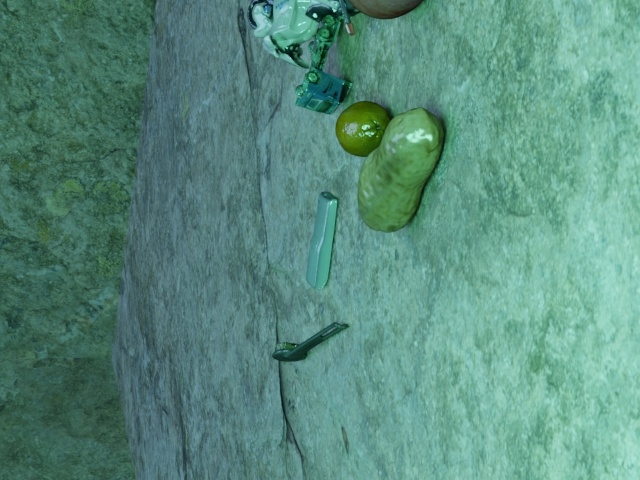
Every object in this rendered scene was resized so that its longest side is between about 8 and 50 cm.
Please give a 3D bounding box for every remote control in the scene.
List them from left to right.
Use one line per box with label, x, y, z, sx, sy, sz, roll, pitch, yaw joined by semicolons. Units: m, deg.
remote control;0.000;0.000;2.008;0.061;0.029;0.162;-140;54;-64

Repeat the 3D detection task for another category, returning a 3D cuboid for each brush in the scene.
brush;-0.014;0.170;2.017;0.266;0.062;0.027;143;132;-60

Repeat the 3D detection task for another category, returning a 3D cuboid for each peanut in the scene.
peanut;0.106;-0.095;1.610;0.214;0.100;0.099;116;149;-50

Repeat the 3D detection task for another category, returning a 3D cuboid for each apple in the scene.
apple;0.088;-0.385;1.633;0.153;0.120;0.153;-12;76;61

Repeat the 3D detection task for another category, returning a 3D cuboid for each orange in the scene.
orange;0.067;-0.165;1.746;0.095;0.085;0.085;-163;75;-64

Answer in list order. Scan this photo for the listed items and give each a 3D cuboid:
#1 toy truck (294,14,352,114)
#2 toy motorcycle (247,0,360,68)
toy truck;0.016;-0.294;1.945;0.067;0.081;0.175;138;149;-64
toy motorcycle;-0.015;-0.355;1.848;0.221;0.102;0.150;-23;75;27
